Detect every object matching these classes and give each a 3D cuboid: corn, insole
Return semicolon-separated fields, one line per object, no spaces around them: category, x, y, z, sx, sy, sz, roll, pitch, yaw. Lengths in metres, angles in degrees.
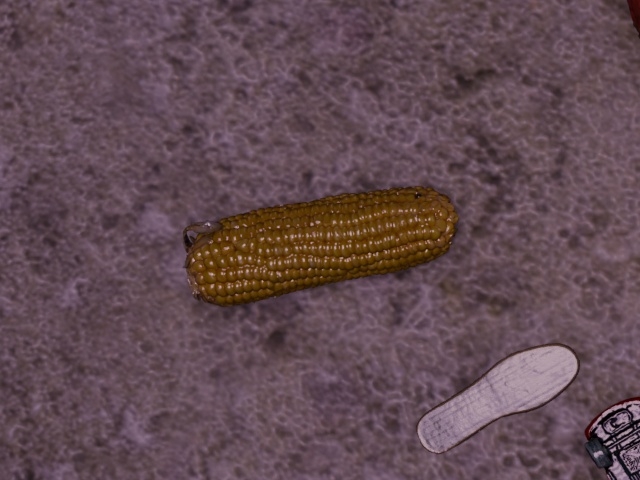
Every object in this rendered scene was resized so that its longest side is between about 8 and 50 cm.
corn;0.000;0.000;1.714;0.293;0.106;0.106;-12;85;6
insole;0.184;0.164;1.714;0.188;0.004;0.064;-31;81;7

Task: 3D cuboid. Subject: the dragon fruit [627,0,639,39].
dragon fruit;0.404;-0.205;1.619;0.223;0.218;0.148;-14;119;-26

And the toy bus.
toy bus;0.341;0.249;1.636;0.081;0.089;0.195;-33;82;7
